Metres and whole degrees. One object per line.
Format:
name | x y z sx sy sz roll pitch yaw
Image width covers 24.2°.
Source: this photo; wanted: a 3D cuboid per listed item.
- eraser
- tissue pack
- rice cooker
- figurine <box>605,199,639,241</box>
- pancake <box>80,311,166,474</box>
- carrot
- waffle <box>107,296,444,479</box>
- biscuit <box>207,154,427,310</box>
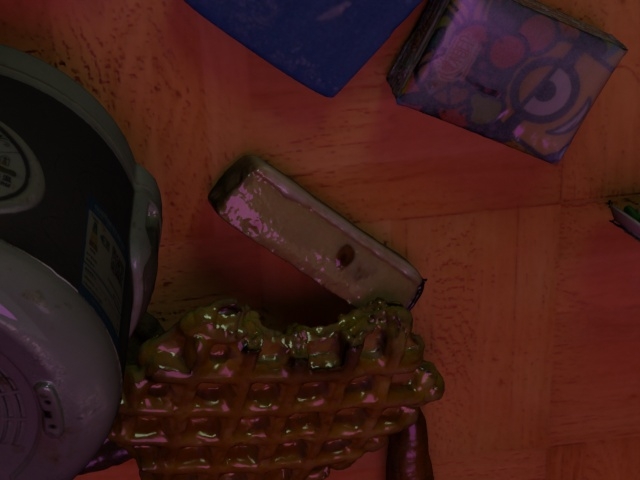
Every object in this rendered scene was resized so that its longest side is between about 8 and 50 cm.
eraser | 0.050 -0.243 1.032 0.144 0.043 0.312 33 118 -26
tissue pack | 0.139 -0.131 1.124 0.148 0.060 0.109 20 113 -20
rice cooker | -0.258 0.022 1.017 0.288 0.277 0.288 0 131 0
figurine | 0.320 -0.044 1.183 0.132 0.132 0.154 33 97 -24
pancake | -0.211 0.116 1.227 0.199 0.021 0.199 -4 118 -8
carrot | 0.085 0.227 1.325 0.061 0.061 0.210 -11 115 -4
waffle | -0.043 0.128 1.202 0.291 0.051 0.291 -9 140 -7
biscuit | 0.000 0.000 1.180 0.188 0.052 0.056 33 98 -26
